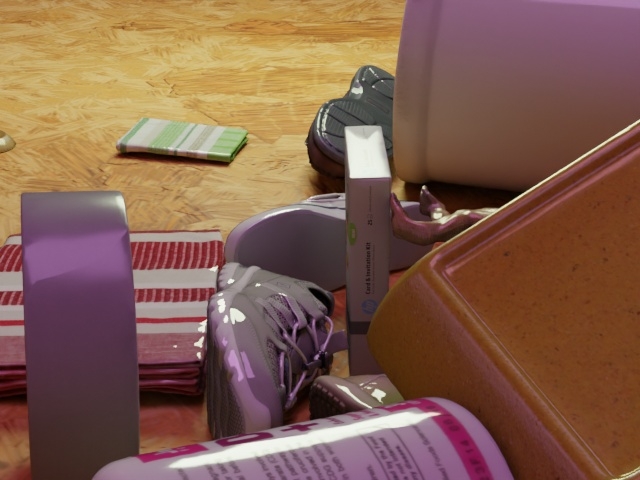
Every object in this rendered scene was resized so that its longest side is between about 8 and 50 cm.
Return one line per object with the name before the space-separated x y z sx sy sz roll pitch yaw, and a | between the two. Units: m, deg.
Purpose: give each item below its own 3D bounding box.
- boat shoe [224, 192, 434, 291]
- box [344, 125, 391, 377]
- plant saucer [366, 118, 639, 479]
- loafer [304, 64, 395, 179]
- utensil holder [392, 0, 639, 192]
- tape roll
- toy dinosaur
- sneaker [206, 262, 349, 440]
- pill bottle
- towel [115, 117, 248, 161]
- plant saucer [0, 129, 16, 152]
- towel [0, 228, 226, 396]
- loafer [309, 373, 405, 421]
boat shoe | 0.000 0.000 1.309 0.258 0.095 0.084 -2 15 -40
box | 0.041 0.009 1.139 0.038 0.186 0.145 0 22 -1
plant saucer | 0.214 0.038 0.769 0.333 0.081 0.333 -33 39 -3
loafer | 0.043 -0.134 1.665 0.109 0.095 0.302 34 29 -1
utensil holder | 0.302 -0.202 1.523 0.386 0.327 0.327 10 23 11
tape roll | -0.172 0.074 0.913 0.072 0.219 0.219 -3 22 -13
toy dinosaur | 0.166 0.021 1.082 0.200 0.127 0.296 5 1 14
sneaker | -0.033 0.082 1.058 0.115 0.105 0.281 1 21 -1
pill bottle | -0.040 0.188 0.714 0.283 0.160 0.160 -8 24 -24
towel | -0.179 -0.128 1.696 0.152 0.023 0.113 8 24 9
plant saucer | -0.439 -0.131 1.681 0.083 0.015 0.083 2 22 -1
towel | -0.212 0.060 1.198 0.237 0.037 0.329 0 20 0
loafer | 0.086 0.153 0.895 0.092 0.101 0.268 -16 27 -25
